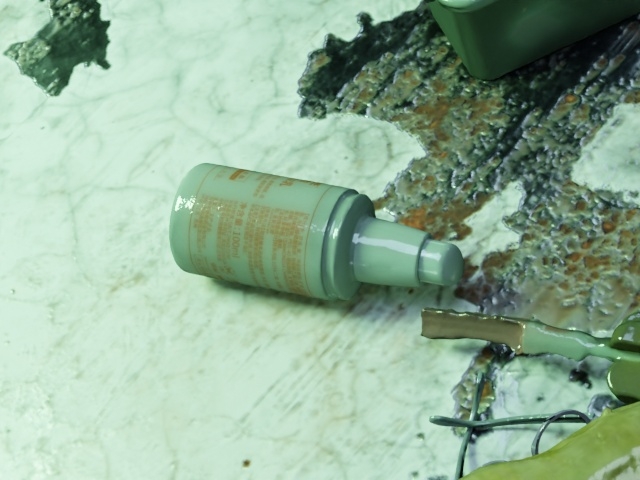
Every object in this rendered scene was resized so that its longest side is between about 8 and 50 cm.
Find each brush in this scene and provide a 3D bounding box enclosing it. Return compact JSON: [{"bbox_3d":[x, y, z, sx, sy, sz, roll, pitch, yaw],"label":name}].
[{"bbox_3d":[0.220,0.086,1.405,0.301,0.084,0.071,7,16,26],"label":"brush"}]

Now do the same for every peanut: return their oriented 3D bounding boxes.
[{"bbox_3d":[0.207,0.205,1.293,0.313,0.149,0.149,-23,53,-7],"label":"peanut"}]

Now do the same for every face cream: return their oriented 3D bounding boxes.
[{"bbox_3d":[0.000,0.000,1.511,0.251,0.101,0.101,10,59,22],"label":"face cream"}]

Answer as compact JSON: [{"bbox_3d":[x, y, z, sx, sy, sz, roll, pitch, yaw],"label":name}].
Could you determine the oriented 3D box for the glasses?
[{"bbox_3d":[0.142,0.161,1.406,0.140,0.062,0.104,-35,32,-10],"label":"glasses"}]

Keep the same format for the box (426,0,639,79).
[{"bbox_3d":[0.198,-0.264,1.620,0.243,0.135,0.163,-26,52,-3],"label":"box"}]
